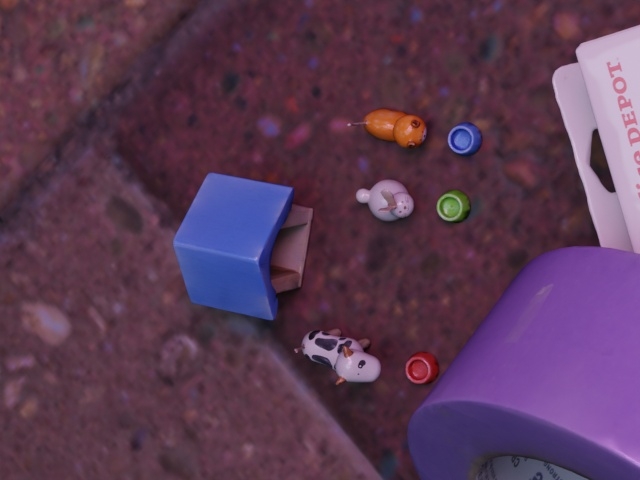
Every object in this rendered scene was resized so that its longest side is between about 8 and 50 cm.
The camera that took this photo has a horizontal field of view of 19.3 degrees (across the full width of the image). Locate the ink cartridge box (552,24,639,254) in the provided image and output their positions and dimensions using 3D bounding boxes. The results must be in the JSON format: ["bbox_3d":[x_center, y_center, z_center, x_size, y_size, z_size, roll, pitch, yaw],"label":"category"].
[{"bbox_3d":[0.173,-0.050,0.747,0.143,0.090,0.092,-16,89,23],"label":"ink cartridge box"}]

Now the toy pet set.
[{"bbox_3d":[0.000,0.000,0.836,0.114,0.065,0.122,12,99,21],"label":"toy pet set"}]

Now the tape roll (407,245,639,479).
[{"bbox_3d":[0.132,0.095,0.722,0.189,0.189,0.080,32,66,16],"label":"tape roll"}]
